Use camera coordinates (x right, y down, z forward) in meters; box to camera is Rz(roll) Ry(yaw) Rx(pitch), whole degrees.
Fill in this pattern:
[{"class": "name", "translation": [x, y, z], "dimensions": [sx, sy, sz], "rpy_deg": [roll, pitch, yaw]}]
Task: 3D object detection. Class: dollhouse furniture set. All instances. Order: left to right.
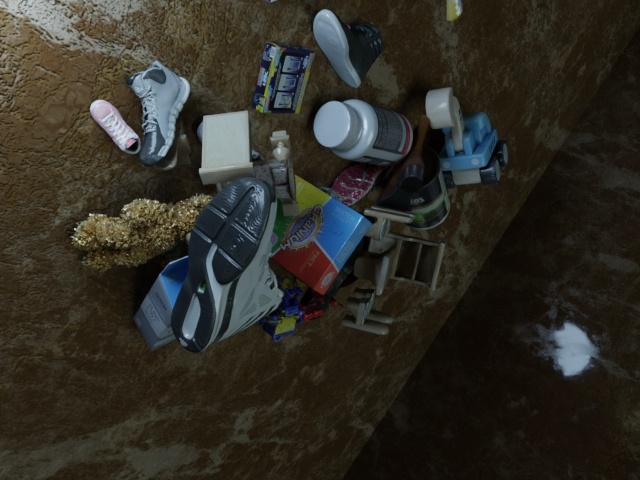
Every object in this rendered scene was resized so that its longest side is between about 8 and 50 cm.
[{"class": "dollhouse furniture set", "translation": [-0.211, -0.115, 1.414], "dimensions": [0.303, 0.173, 0.355], "rpy_deg": [-6, 144, 0]}, {"class": "dollhouse furniture set", "translation": [0.257, 0.085, 1.892], "dimensions": [0.394, 0.257, 0.362], "rpy_deg": [-32, 133, -75]}]

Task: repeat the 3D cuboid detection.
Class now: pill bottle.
[{"class": "pill bottle", "translation": [0.128, -0.324, 1.754], "dimensions": [0.319, 0.176, 0.176], "rpy_deg": [0, 118, -52]}]

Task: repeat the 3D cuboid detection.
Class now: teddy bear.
[{"class": "teddy bear", "translation": [-0.393, -0.007, 1.353], "dimensions": [0.338, 0.113, 0.245], "rpy_deg": [-3, 134, -24]}]

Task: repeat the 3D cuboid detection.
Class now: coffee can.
[{"class": "coffee can", "translation": [0.356, -0.191, 2.135], "dimensions": [0.201, 0.201, 0.275], "rpy_deg": [-49, 146, -10]}]

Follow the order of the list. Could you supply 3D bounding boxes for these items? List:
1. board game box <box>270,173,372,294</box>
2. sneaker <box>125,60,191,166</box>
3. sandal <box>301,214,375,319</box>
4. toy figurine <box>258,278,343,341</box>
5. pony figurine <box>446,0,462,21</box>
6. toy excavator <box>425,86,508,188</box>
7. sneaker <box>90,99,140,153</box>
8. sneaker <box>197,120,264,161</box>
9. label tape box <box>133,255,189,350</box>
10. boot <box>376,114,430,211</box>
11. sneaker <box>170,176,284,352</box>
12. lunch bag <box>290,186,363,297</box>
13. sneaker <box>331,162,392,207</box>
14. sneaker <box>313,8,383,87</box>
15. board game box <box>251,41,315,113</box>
[{"class": "board game box", "translation": [-0.046, -0.031, 1.659], "dimensions": [0.242, 0.316, 0.064], "rpy_deg": [-56, 147, -1]}, {"class": "sneaker", "translation": [-0.365, -0.277, 1.225], "dimensions": [0.132, 0.086, 0.228], "rpy_deg": [39, 53, -46]}, {"class": "sandal", "translation": [0.094, 0.113, 2.152], "dimensions": [0.445, 0.107, 0.167], "rpy_deg": [-59, 147, 5]}, {"class": "toy figurine", "translation": [-0.124, 0.273, 1.955], "dimensions": [0.363, 0.191, 0.217], "rpy_deg": [-9, 130, -47]}, {"class": "pony figurine", "translation": [0.376, -0.829, 1.556], "dimensions": [0.351, 0.302, 0.363], "rpy_deg": [-36, 136, 17]}, {"class": "toy excavator", "translation": [0.509, -0.393, 2.137], "dimensions": [0.433, 0.222, 0.445], "rpy_deg": [-53, 131, -47]}, {"class": "sneaker", "translation": [-0.424, -0.234, 1.230], "dimensions": [0.051, 0.070, 0.134], "rpy_deg": [-44, 144, -14]}, {"class": "sneaker", "translation": [-0.207, -0.228, 1.489], "dimensions": [0.094, 0.091, 0.258], "rpy_deg": [-56, 147, 0]}, {"class": "label tape box", "translation": [-0.312, 0.135, 1.517], "dimensions": [0.249, 0.115, 0.348], "rpy_deg": [-23, 167, -40]}, {"class": "boot", "translation": [0.269, -0.242, 1.939], "dimensions": [0.264, 0.096, 0.280], "rpy_deg": [115, -10, -54]}, {"class": "sneaker", "translation": [-0.174, 0.045, 1.380], "dimensions": [0.257, 0.169, 0.447], "rpy_deg": [-12, 134, -56]}, {"class": "lunch bag", "translation": [0.000, 0.000, 1.846], "dimensions": [0.256, 0.213, 0.305], "rpy_deg": [-52, 146, -11]}, {"class": "sneaker", "translation": [0.154, -0.201, 1.946], "dimensions": [0.299, 0.121, 0.112], "rpy_deg": [-45, 149, -18]}, {"class": "sneaker", "translation": [0.080, -0.553, 1.571], "dimensions": [0.147, 0.105, 0.296], "rpy_deg": [-54, 153, -5]}, {"class": "board game box", "translation": [-0.095, -0.416, 1.509], "dimensions": [0.141, 0.048, 0.170], "rpy_deg": [-13, 127, -49]}]
